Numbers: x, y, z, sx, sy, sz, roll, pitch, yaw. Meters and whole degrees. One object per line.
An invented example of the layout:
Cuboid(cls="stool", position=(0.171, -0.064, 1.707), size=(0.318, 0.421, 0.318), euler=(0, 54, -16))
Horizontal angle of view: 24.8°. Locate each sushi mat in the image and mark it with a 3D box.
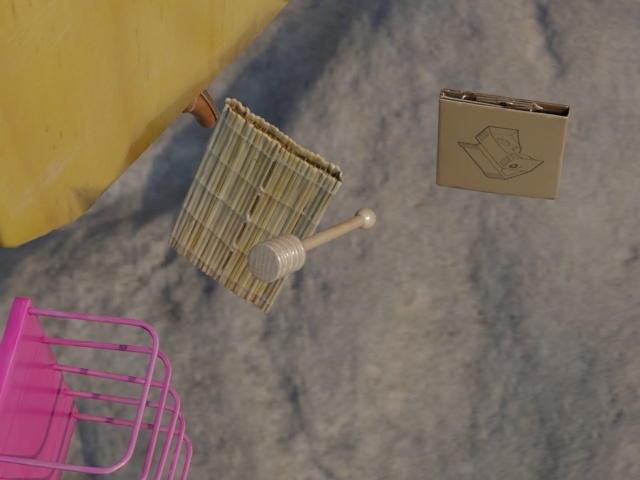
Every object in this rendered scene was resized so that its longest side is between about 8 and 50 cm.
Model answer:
Cuboid(cls="sushi mat", position=(-0.080, -0.031, 1.622), size=(0.151, 0.019, 0.316), euler=(35, 147, 2))

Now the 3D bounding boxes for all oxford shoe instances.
Cuboid(cls="oxford shoe", position=(-0.211, -0.215, 2.115), size=(0.076, 0.212, 0.076), euler=(-46, 56, -3))

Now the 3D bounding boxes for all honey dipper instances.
Cuboid(cls="honey dipper", position=(0.000, 0.000, 1.120), size=(0.030, 0.160, 0.031), euler=(8, 106, 30))

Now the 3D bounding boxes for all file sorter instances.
Cuboid(cls="file sorter", position=(-0.265, 0.234, 1.693), size=(0.182, 0.291, 0.202), euler=(6, 58, 7))

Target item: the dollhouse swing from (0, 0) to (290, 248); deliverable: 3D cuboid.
Cuboid(cls="dollhouse swing", position=(-0.128, -0.218, 0.592), size=(0.315, 0.305, 0.347), euler=(42, 72, -4))

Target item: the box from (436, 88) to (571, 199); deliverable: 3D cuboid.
Cuboid(cls="box", position=(0.233, -0.121, 1.880), size=(0.164, 0.201, 0.021), euler=(9, 61, 8))
